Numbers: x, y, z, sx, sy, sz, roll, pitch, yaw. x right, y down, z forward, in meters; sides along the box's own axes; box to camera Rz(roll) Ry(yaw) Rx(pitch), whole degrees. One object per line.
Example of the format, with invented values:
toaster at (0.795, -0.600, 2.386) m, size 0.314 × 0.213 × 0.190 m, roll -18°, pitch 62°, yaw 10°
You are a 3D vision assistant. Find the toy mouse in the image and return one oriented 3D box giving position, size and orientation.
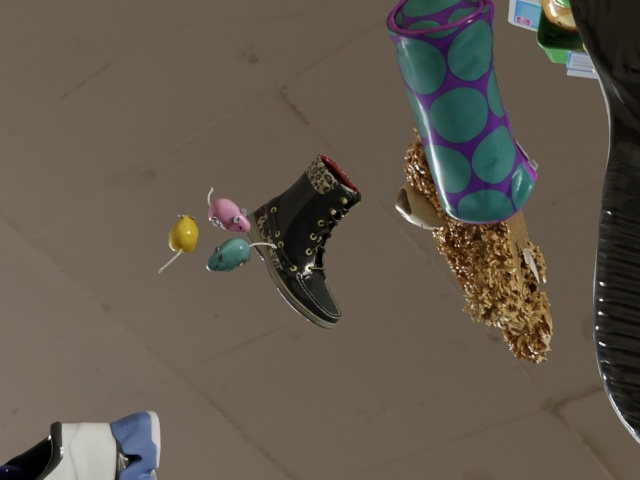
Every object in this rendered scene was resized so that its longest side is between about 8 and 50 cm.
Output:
toy mouse at (-0.127, -0.011, 1.350) m, size 0.143 × 0.161 × 0.031 m, roll 11°, pitch -43°, yaw -2°

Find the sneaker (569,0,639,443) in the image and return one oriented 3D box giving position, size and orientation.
sneaker at (0.243, -0.056, 0.617) m, size 0.169 × 0.448 × 0.257 m, roll 3°, pitch -22°, yaw 21°

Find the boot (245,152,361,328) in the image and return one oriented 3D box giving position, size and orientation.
boot at (-0.001, -0.001, 1.567) m, size 0.178 × 0.085 × 0.236 m, roll -44°, pitch -116°, yaw 19°

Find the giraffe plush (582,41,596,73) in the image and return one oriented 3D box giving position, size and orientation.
giraffe plush at (0.437, -0.243, 1.271) m, size 0.170 × 0.210 × 0.181 m, roll -27°, pitch -91°, yaw 44°

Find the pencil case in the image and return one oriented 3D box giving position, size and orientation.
pencil case at (0.094, -0.088, 0.658) m, size 0.070 × 0.064 × 0.152 m, roll -16°, pitch -56°, yaw 11°

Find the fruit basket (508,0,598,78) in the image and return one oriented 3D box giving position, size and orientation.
fruit basket at (0.424, -0.338, 1.399) m, size 0.327 × 0.353 × 0.165 m, roll 10°, pitch -96°, yaw 10°

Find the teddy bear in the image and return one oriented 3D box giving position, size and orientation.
teddy bear at (0.178, 0.006, 1.162) m, size 0.113 × 0.245 × 0.338 m, roll -18°, pitch -30°, yaw 20°

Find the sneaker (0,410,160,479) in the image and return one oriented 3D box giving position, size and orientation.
sneaker at (-0.309, 0.338, 1.204) m, size 0.182 × 0.127 × 0.316 m, roll 9°, pitch -75°, yaw -18°
